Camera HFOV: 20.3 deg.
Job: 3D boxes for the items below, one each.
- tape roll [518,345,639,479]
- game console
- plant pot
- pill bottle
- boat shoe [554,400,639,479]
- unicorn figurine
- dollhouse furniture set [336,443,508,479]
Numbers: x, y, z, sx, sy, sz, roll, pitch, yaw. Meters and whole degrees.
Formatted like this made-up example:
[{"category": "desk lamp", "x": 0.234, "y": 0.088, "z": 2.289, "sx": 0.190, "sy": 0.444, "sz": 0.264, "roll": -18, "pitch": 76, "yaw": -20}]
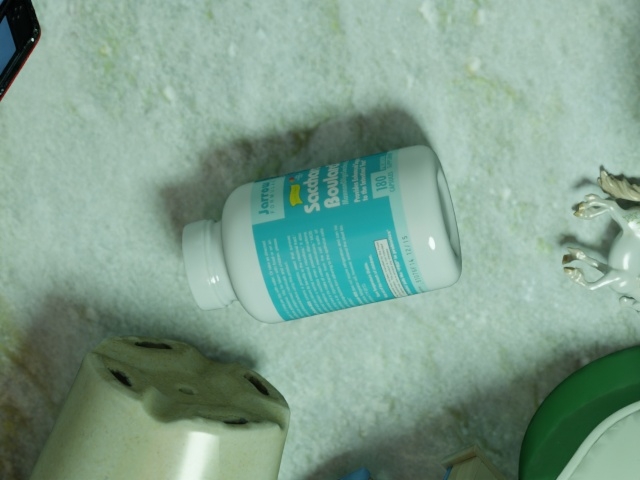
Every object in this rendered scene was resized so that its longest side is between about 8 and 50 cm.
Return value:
[{"category": "tape roll", "x": 0.374, "y": 0.267, "z": 1.921, "sx": 0.321, "sy": 0.077, "sz": 0.321, "roll": 2, "pitch": 116, "yaw": 4}, {"category": "game console", "x": -0.352, "y": -0.195, "z": 1.759, "sx": 0.085, "sy": 0.124, "sz": 0.144, "roll": 19, "pitch": 120, "yaw": -34}, {"category": "plant pot", "x": -0.181, "y": 0.278, "z": 1.867, "sx": 0.333, "sy": 0.334, "sz": 0.306, "roll": 17, "pitch": 105, "yaw": -3}, {"category": "pill bottle", "x": 0.000, "y": 0.000, "z": 1.785, "sx": 0.264, "sy": 0.146, "sz": 0.146, "roll": -13, "pitch": 114, "yaw": 10}, {"category": "boat shoe", "x": 0.276, "y": 0.265, "z": 1.776, "sx": 0.116, "sy": 0.319, "sz": 0.099, "roll": 47, "pitch": 155, "yaw": 13}, {"category": "unicorn figurine", "x": 0.304, "y": 0.018, "z": 1.814, "sx": 0.111, "sy": 0.060, "sz": 0.162, "roll": 13, "pitch": 117, "yaw": 0}, {"category": "dollhouse furniture set", "x": 0.098, "y": 0.407, "z": 1.906, "sx": 0.303, "sy": 0.198, "sz": 0.286, "roll": -29, "pitch": 110, "yaw": 38}]
